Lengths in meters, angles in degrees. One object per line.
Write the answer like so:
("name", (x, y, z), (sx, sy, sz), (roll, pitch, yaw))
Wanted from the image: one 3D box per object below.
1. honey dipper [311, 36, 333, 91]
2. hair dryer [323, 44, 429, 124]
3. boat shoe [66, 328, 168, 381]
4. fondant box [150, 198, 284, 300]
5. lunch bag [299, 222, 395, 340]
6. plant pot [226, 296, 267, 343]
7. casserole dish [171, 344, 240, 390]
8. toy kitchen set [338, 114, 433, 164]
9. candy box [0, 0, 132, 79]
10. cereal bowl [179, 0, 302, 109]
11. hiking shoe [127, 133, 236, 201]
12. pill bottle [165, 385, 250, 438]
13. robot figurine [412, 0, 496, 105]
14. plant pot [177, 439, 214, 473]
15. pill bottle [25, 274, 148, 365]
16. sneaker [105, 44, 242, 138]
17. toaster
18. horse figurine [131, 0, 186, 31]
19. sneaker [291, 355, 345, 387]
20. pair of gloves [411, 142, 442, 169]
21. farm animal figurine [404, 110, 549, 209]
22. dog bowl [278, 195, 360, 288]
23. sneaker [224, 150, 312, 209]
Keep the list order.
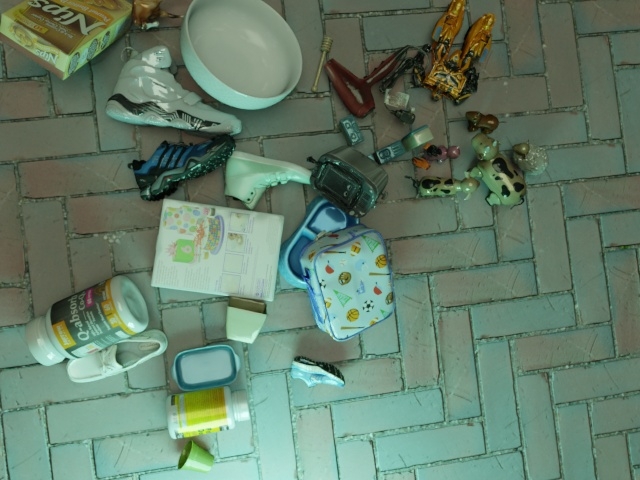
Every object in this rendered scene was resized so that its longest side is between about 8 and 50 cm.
("honey dipper", (0.000, -0.506, 1.883), (0.031, 0.030, 0.160), (17, 89, -7))
("hair dryer", (0.150, -0.458, 1.871), (0.294, 0.080, 0.223), (11, 89, -3))
("boat shoe", (-0.551, 0.308, 1.748), (0.277, 0.096, 0.098), (-21, 93, -7))
("fondant box", (-0.279, 0.028, 1.795), (0.331, 0.096, 0.238), (8, 87, -8))
("lunch bag", (0.069, 0.108, 1.776), (0.243, 0.115, 0.303), (-23, 114, -18))
("plant pot", (-0.210, 0.222, 1.798), (0.109, 0.109, 0.096), (13, 99, -7))
("casserole dish", (-0.316, 0.350, 1.810), (0.189, 0.037, 0.114), (-9, 90, -7))
("toy kitchen set", (0.180, -0.310, 1.853), (0.207, 0.122, 0.166), (-27, 93, -8))
("candy box", (-0.641, -0.560, 1.679), (0.183, 0.087, 0.316), (32, 44, -5))
("cereal bowl", (-0.226, -0.497, 1.766), (0.339, 0.141, 0.338), (12, 65, -28))
("hiking shoe", (-0.376, -0.223, 1.755), (0.304, 0.113, 0.132), (-27, 86, 8))
("pill bottle", (-0.303, 0.461, 1.767), (0.215, 0.117, 0.117), (-8, 89, -7))
("robot figurine", (0.391, -0.545, 1.908), (0.211, 0.085, 0.290), (23, 85, -6))
("plant pot", (-0.335, 0.598, 1.785), (0.079, 0.083, 0.083), (28, 85, -18))
("pill bottle", (-0.606, 0.212, 1.700), (0.279, 0.162, 0.162), (-24, 92, 4))
("sneaker", (-0.384, -0.403, 1.771), (0.366, 0.137, 0.210), (10, 90, -4))
("toaster", (0.076, -0.171, 1.788), (0.227, 0.146, 0.129), (35, 123, 11))
("horse figurine", (-0.468, -0.684, 1.774), (0.175, 0.066, 0.263), (-23, 84, -28))
("sneaker", (-0.009, 0.384, 1.849), (0.162, 0.063, 0.073), (19, 103, -3))
("pair of gloves", (0.300, -0.236, 1.843), (0.083, 0.074, 0.010), (-45, 133, -4))
("farm animal figurine", (0.460, -0.208, 1.863), (0.327, 0.172, 0.330), (36, 84, -5))
("dog bowl", (0.000, 0.000, 1.845), (0.166, 0.074, 0.297), (34, 85, -6))
("sneaker", (-0.143, -0.151, 1.822), (0.256, 0.094, 0.151), (11, 89, -6))
